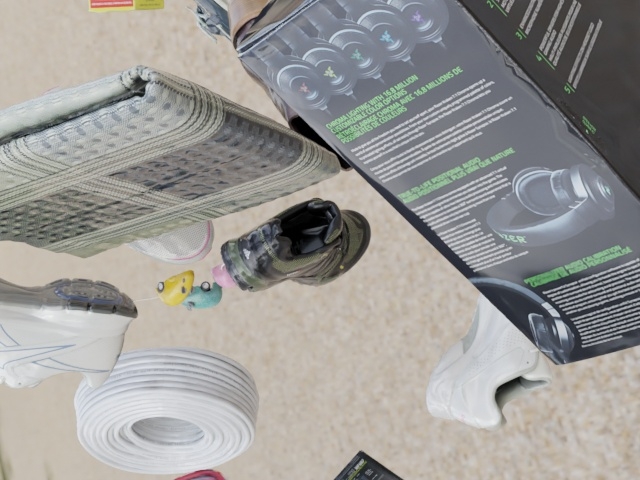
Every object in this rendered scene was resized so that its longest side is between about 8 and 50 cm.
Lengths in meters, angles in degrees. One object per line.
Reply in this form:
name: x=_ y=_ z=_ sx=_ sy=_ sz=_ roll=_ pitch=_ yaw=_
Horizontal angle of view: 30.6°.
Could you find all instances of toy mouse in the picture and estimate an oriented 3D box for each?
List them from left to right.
toy mouse: x=-0.138 y=0.060 z=1.496 sx=0.161 sy=0.143 sz=0.031 roll=-29 pitch=70 yaw=33

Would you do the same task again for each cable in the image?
cable: x=-0.214 y=0.239 z=1.632 sx=0.257 sy=0.257 sz=0.089 roll=101 pitch=170 yaw=-54

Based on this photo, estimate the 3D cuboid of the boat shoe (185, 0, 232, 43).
boat shoe: x=-0.165 y=-0.377 z=1.976 sx=0.079 sy=0.254 sz=0.095 roll=-40 pitch=44 yaw=21

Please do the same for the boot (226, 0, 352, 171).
boot: x=-0.012 y=-0.147 z=1.240 sx=0.248 sy=0.090 sz=0.207 roll=39 pitch=-158 yaw=-57

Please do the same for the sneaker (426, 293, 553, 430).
sneaker: x=0.220 y=0.117 z=1.315 sx=0.115 sy=0.232 sz=0.090 roll=23 pitch=164 yaw=29

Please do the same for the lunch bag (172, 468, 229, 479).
lunch bag: x=-0.096 y=0.315 z=0.930 sx=0.293 sy=0.258 sz=0.120 roll=45 pitch=164 yaw=56

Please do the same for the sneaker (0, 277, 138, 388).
sneaker: x=-0.360 y=0.105 z=1.317 sx=0.111 sy=0.297 sz=0.129 roll=-121 pitch=42 yaw=-66

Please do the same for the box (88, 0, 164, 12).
box: x=-0.250 y=-0.403 z=1.456 sx=0.087 sy=0.058 sz=0.232 roll=7 pitch=105 yaw=34

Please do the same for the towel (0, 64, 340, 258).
towel: x=-0.187 y=-0.062 z=1.030 sx=0.312 sy=0.324 sz=0.056 roll=15 pitch=-119 yaw=-61

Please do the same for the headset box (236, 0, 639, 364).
headset box: x=0.120 y=-0.118 z=0.656 sx=0.283 sy=0.246 sz=0.131 roll=42 pitch=140 yaw=-20

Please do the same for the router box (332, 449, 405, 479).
router box: x=0.037 y=0.285 z=1.194 sx=0.092 sy=0.122 sz=0.038 roll=26 pitch=157 yaw=51

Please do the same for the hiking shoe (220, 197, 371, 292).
hiking shoe: x=0.000 y=0.000 z=1.312 sx=0.114 sy=0.227 sz=0.086 roll=-31 pitch=81 yaw=40

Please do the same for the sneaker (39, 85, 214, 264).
sneaker: x=-0.212 y=-0.058 z=1.272 sx=0.252 sy=0.103 sz=0.111 roll=42 pitch=177 yaw=-22
